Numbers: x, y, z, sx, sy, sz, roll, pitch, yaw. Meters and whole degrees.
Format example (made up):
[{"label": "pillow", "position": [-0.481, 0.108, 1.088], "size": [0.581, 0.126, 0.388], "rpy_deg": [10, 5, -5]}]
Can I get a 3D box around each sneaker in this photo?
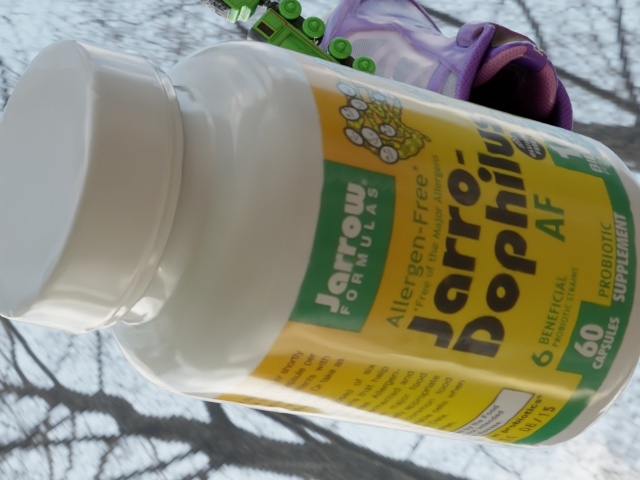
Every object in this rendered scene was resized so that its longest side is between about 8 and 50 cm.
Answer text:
[{"label": "sneaker", "position": [0.064, -0.061, 0.785], "size": [0.095, 0.236, 0.104], "rpy_deg": [18, -59, -25]}]

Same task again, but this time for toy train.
[{"label": "toy train", "position": [-0.014, -0.081, 0.668], "size": [0.083, 0.017, 0.024], "rpy_deg": [39, -115, 5]}]

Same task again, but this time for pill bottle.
[{"label": "pill bottle", "position": [0.000, 0.000, 0.567], "size": [0.208, 0.117, 0.118], "rpy_deg": [13, -85, -30]}]
